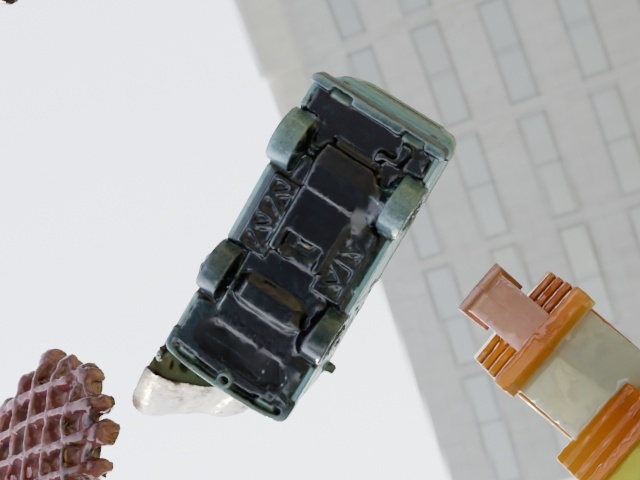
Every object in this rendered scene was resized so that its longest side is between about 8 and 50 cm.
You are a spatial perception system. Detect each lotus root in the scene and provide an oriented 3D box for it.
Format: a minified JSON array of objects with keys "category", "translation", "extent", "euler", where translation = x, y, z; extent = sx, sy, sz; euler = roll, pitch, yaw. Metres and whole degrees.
[{"category":"lotus root","translation":[-0.095,0.119,1.375],"extent":[0.159,0.135,0.095],"euler":[-37,-100,-30]}]

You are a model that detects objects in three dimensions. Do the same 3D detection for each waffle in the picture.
[{"category":"waffle","translation":[-0.293,0.229,1.595],"extent":[0.055,0.234,0.221],"euler":[24,-167,-39]}]

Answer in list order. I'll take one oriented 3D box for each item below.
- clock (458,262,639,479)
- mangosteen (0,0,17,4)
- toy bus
[{"category":"clock","translation":[0.218,0.132,1.078],"extent":[0.255,0.106,0.220],"euler":[42,-178,38]},{"category":"mangosteen","translation":[-0.298,-0.303,1.213],"extent":[0.235,0.236,0.261],"euler":[-83,-24,-43]},{"category":"toy bus","translation":[0.000,0.000,1.272],"extent":[0.133,0.271,0.165],"euler":[33,-163,8]}]
